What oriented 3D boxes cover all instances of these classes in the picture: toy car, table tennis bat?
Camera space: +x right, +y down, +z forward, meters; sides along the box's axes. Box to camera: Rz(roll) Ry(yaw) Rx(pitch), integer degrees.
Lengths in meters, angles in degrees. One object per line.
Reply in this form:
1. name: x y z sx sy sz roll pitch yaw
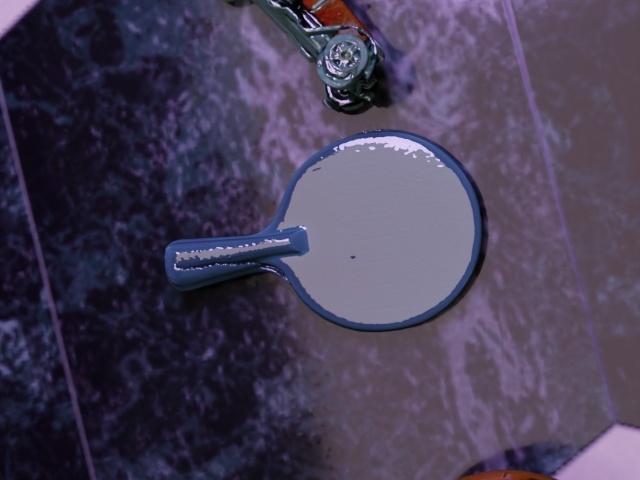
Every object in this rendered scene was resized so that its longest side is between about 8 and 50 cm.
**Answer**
1. toy car: -0.014 -0.142 1.130 0.054 0.073 0.143 -43 78 -8
2. table tennis bat: 0.000 0.000 1.144 0.201 0.033 0.124 -10 85 12

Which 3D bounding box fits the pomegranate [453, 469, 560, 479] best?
1. pomegranate: 0.105 0.223 1.037 0.191 0.191 0.191 0 89 14
